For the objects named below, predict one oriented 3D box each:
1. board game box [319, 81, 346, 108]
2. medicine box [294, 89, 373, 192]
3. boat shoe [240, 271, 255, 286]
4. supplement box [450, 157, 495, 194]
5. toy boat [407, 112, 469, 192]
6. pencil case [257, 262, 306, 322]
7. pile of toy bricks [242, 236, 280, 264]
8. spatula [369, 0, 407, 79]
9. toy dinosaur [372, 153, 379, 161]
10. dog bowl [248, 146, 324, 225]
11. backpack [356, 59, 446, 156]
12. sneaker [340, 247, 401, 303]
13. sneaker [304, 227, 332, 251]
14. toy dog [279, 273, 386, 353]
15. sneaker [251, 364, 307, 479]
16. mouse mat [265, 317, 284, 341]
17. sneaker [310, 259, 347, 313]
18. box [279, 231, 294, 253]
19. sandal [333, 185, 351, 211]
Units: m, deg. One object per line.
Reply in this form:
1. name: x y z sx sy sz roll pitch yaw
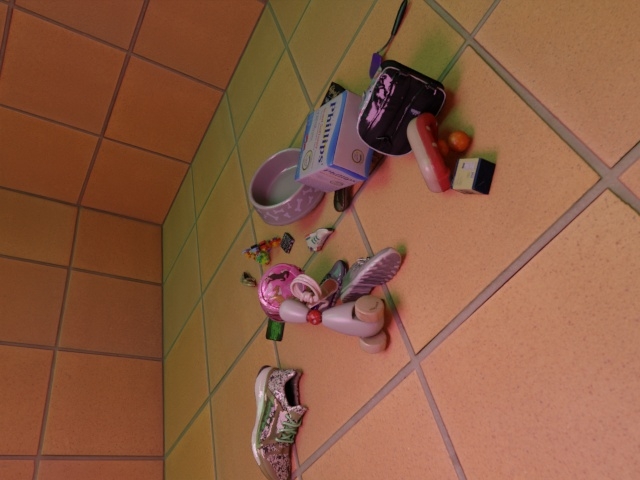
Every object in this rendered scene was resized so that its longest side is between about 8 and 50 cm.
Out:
1. board game box: 0.068 -0.524 2.028 0.165 0.042 0.243 -62 32 22
2. medicine box: 0.056 -0.327 1.721 0.289 0.149 0.263 -10 66 63
3. boat shoe: -0.344 0.186 2.396 0.153 0.056 0.048 -159 80 -67
4. supplement box: 0.393 -0.165 1.300 0.083 0.056 0.083 12 88 60
5. toy boat: 0.334 -0.255 1.387 0.151 0.151 0.231 -21 59 15
6. pencil case: -0.127 0.193 1.766 0.386 0.167 0.160 104 168 -74
7. pile of toy bricks: -0.264 0.065 2.284 0.212 0.118 0.105 -24 89 43
8. spatula: 0.245 -0.728 1.832 0.296 0.030 0.084 -63 30 21
9. toy dinosaur: 0.161 -0.365 1.777 0.112 0.064 0.211 -53 36 35
10. dog bowl: -0.143 -0.231 2.051 0.349 0.102 0.348 -18 51 23
11. backpack: 0.229 -0.392 1.522 0.191 0.225 0.253 -84 17 -62
12. sneaker: 0.139 0.089 1.567 0.281 0.105 0.115 -45 42 42
13. sneaker: 0.000 0.000 1.908 0.161 0.057 0.075 -23 75 53
14. toy dog: 0.061 0.202 1.507 0.161 0.334 0.220 -54 -12 -54
15. sneaker: -0.130 0.631 1.763 0.182 0.158 0.410 -23 61 34
16. mouse mat: -0.182 0.323 2.107 0.153 0.007 0.189 -10 69 58
17. sneaker: 0.017 0.168 1.744 0.083 0.098 0.223 34 107 59
18. box: -0.144 0.010 2.170 0.083 0.018 0.067 43 114 57
19. sandal: 0.091 -0.207 1.830 0.090 0.060 0.219 -25 60 58
